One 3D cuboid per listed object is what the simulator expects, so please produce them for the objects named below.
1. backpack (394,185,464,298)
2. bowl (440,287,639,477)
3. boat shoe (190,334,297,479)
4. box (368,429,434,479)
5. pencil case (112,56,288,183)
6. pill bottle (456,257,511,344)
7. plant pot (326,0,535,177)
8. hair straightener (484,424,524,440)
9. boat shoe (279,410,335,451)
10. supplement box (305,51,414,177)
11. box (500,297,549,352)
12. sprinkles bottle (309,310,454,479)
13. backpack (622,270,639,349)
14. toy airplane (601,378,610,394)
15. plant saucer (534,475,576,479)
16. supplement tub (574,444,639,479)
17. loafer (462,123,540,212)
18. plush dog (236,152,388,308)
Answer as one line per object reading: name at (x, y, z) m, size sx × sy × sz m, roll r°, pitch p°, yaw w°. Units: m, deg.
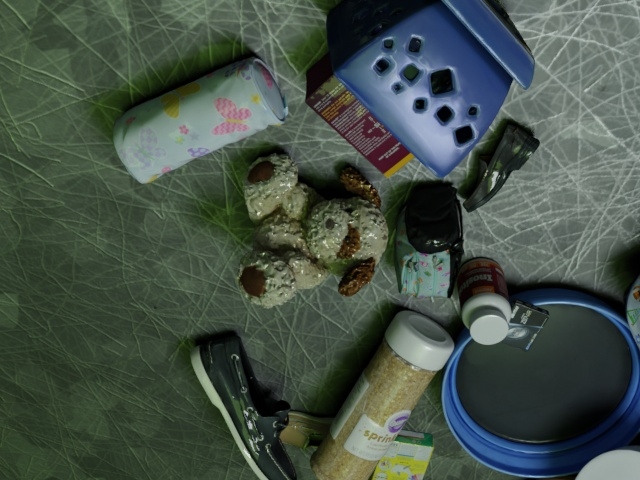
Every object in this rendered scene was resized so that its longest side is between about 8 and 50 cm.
backpack at (0.181, 0.015, 1.718) m, size 0.115 × 0.152 × 0.182 m, roll 4°, pitch 137°, yaw 5°
bowl at (0.416, 0.263, 1.885) m, size 0.391 × 0.077 × 0.391 m, roll 1°, pitch 117°, yaw 2°
boat shoe at (-0.114, 0.324, 1.927) m, size 0.113 × 0.127 × 0.340 m, roll -28°, pitch 98°, yaw 7°
box at (0.160, 0.463, 2.080) m, size 0.105 × 0.043 × 0.179 m, roll 10°, pitch 122°, yaw -6°
pencil case at (-0.189, -0.184, 1.595) m, size 0.273 × 0.113 × 0.124 m, roll -23°, pitch 131°, yaw 17°
pill bottle at (0.283, 0.106, 1.759) m, size 0.086 × 0.152 × 0.086 m, roll 1°, pitch 125°, yaw 1°
plant pot at (0.162, -0.272, 1.458) m, size 0.212 × 0.236 × 0.236 m, roll -40°, pitch 115°, yaw 18°
hair straightener at (0.425, 0.382, 2.008) m, size 0.230 × 0.047 × 0.089 m, roll 16°, pitch 123°, yaw -3°
boat shoe at (-0.033, 0.382, 2.008) m, size 0.190 × 0.072 × 0.068 m, roll 2°, pitch 125°, yaw 1°
supplement box at (0.068, -0.202, 1.580) m, size 0.081 × 0.104 × 0.188 m, roll -38°, pitch 116°, yaw 24°
box at (0.349, 0.148, 1.775) m, size 0.067 × 0.018 × 0.083 m, roll 22°, pitch 115°, yaw -10°
sprinkles bottle at (0.109, 0.301, 1.882) m, size 0.121 × 0.121 × 0.355 m, roll 24°, pitch 111°, yaw -14°
backpack at (0.646, 0.139, 1.700) m, size 0.263 × 0.276 × 0.213 m, roll 51°, pitch 155°, yaw -8°
toy airplane at (0.504, 0.304, 1.967) m, size 0.151 × 0.028 × 0.151 m, roll 1°, pitch 124°, yaw 2°
plant saucer at (0.492, 0.558, 2.139) m, size 0.200 × 0.037 × 0.200 m, roll 1°, pitch 124°, yaw 1°
supplement tub at (0.607, 0.505, 1.870) m, size 0.235 × 0.235 × 0.325 m, roll -32°, pitch 147°, yaw 21°
loafer at (0.283, -0.117, 1.669) m, size 0.061 × 0.062 × 0.170 m, roll 40°, pitch 116°, yaw 2°
plush dog at (0.000, 0.000, 1.678) m, size 0.225 × 0.262 × 0.210 m, roll -3°, pitch 159°, yaw 15°
